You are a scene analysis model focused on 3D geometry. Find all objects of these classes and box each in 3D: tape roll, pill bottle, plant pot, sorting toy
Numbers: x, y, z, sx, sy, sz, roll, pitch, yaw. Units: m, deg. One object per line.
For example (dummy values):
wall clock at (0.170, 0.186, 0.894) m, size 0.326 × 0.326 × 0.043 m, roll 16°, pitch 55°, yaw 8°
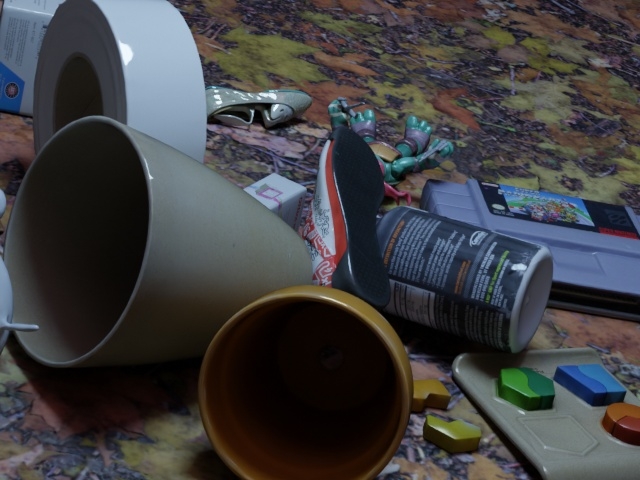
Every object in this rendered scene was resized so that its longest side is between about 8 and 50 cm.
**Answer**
tape roll at (-0.237, -0.140, 1.938) m, size 0.100 × 0.286 × 0.286 m, roll -2°, pitch 33°, yaw -31°
pill bottle at (0.136, 0.036, 1.957) m, size 0.245 × 0.130 × 0.130 m, roll 18°, pitch 27°, yaw 22°
plant pot at (-0.001, 0.135, 1.680) m, size 0.205 × 0.205 × 0.188 m, roll 20°, pitch 13°, yaw 7°
sorting toy at (0.243, 0.190, 1.847) m, size 0.307 × 0.041 × 0.229 m, roll 0°, pitch 32°, yaw -28°
plant pot at (-0.150, 0.022, 1.768) m, size 0.274 × 0.256 × 0.256 m, roll 13°, pitch 23°, yaw -42°

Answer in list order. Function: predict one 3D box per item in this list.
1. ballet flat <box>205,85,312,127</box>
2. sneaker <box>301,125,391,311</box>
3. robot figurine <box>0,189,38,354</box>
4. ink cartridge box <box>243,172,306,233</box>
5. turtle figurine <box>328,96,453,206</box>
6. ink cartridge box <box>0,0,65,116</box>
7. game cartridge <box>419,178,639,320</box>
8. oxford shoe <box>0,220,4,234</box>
ballet flat at (-0.090, -0.180, 2.346) m, size 0.168 × 0.057 × 0.052 m, roll 1°, pitch 59°, yaw -20°
sneaker at (-0.001, 0.000, 1.911) m, size 0.090 × 0.145 × 0.270 m, roll 30°, pitch 40°, yaw -34°
robot figurine at (-0.435, 0.038, 1.596) m, size 0.353 × 0.200 × 0.300 m, roll 31°, pitch 71°, yaw 25°
ink cartridge box at (-0.074, -0.018, 2.006) m, size 0.052 × 0.088 × 0.122 m, roll 25°, pitch 29°, yaw 22°
turtle figurine at (0.081, -0.124, 2.252) m, size 0.175 × 0.118 × 0.234 m, roll 26°, pitch 15°, yaw 1°
ink cartridge box at (-0.326, -0.236, 2.205) m, size 0.203 × 0.148 × 0.086 m, roll 10°, pitch 27°, yaw -13°
game cartridge at (0.317, 0.011, 2.196) m, size 0.355 × 0.068 × 0.230 m, roll 9°, pitch 33°, yaw -13°
oxford shoe at (-0.406, 0.018, 1.797) m, size 0.076 × 0.076 × 0.212 m, roll 54°, pitch 39°, yaw -12°
